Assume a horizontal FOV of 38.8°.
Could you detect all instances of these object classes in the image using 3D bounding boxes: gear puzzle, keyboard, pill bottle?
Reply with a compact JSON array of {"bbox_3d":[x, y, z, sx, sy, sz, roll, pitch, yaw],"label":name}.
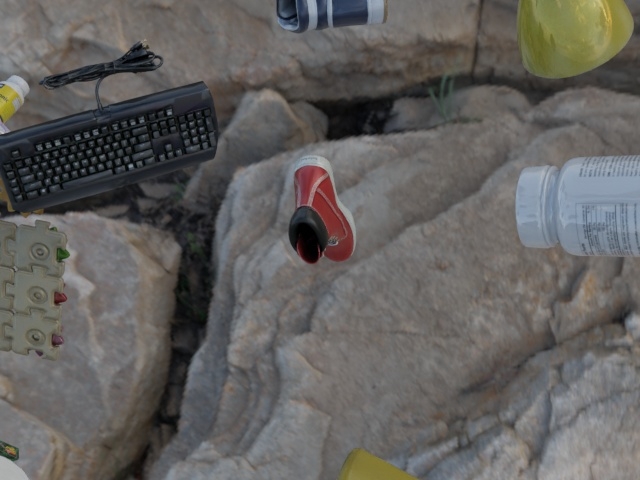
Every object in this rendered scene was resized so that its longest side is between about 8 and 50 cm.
[{"bbox_3d":[-0.489,0.030,1.460,0.175,0.339,0.044,11,24,0],"label":"gear puzzle"},{"bbox_3d":[-0.306,-0.166,1.292,0.317,0.201,0.033,-19,28,-14],"label":"keyboard"},{"bbox_3d":[-0.645,-0.282,1.843,0.065,0.065,0.116,10,49,24],"label":"pill bottle"},{"bbox_3d":[0.464,-0.054,1.431,0.283,0.160,0.160,1,64,29],"label":"pill bottle"}]

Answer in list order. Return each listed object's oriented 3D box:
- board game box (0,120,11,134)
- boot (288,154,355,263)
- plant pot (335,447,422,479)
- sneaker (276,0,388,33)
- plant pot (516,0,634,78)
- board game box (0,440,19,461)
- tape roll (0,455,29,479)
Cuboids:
[{"bbox_3d":[-0.612,-0.185,1.733,0.090,0.090,0.020,-10,39,40],"label":"board game box"},{"bbox_3d":[0.000,0.000,1.541,0.088,0.244,0.176,-6,51,14],"label":"boot"},{"bbox_3d":[0.074,0.416,1.164,0.212,0.187,0.212,24,90,15],"label":"plant pot"},{"bbox_3d":[-0.004,-0.399,1.368,0.153,0.099,0.282,-11,39,-6],"label":"sneaker"},{"bbox_3d":[0.282,-0.268,1.048,0.134,0.095,0.134,-20,42,19],"label":"plant pot"},{"bbox_3d":[-0.715,0.397,1.749,0.136,0.260,0.030,-23,57,9],"label":"board game box"},{"bbox_3d":[-0.556,0.501,1.486,0.100,0.286,0.286,-18,59,8],"label":"tape roll"}]
